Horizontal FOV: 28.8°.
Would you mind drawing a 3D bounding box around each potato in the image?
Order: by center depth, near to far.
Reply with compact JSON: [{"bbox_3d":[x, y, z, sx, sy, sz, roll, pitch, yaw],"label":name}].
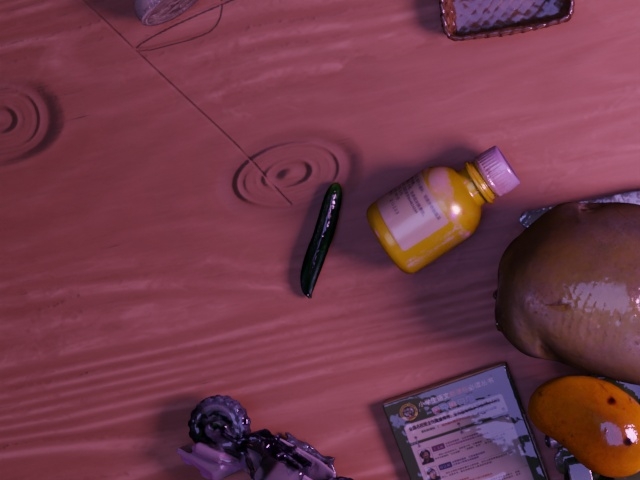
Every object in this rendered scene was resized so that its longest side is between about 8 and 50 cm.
[{"bbox_3d":[0.407,0.067,1.711,0.326,0.221,0.243,16,94,12],"label":"potato"}]

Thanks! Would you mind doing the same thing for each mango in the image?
[{"bbox_3d":[0.375,0.247,1.705,0.178,0.090,0.115,38,102,24],"label":"mango"}]

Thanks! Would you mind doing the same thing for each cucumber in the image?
[{"bbox_3d":[0.000,0.000,1.904,0.033,0.036,0.184,19,98,3],"label":"cucumber"}]

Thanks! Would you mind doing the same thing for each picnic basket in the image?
[{"bbox_3d":[0.269,-0.350,1.801,0.193,0.055,0.110,-6,94,13],"label":"picnic basket"}]

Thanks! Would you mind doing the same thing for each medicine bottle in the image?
[{"bbox_3d":[0.183,-0.054,1.813,0.212,0.122,0.121,-33,87,12],"label":"medicine bottle"}]

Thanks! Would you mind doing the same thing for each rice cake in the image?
[{"bbox_3d":[0.393,-0.043,1.806,0.211,0.043,0.034,-10,82,13],"label":"rice cake"}]

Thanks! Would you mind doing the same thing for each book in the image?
[{"bbox_3d":[0.231,0.337,1.884,0.202,0.027,0.264,-20,91,15],"label":"book"}]

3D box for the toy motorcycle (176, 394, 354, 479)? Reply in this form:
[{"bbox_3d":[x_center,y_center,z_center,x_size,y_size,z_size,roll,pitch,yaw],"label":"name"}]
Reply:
[{"bbox_3d":[-0.085,0.384,1.904,0.327,0.143,0.188,32,101,16],"label":"toy motorcycle"}]

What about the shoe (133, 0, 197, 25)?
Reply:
[{"bbox_3d":[-0.191,-0.475,1.868,0.316,0.124,0.159,-42,78,13],"label":"shoe"}]

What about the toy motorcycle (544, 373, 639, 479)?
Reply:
[{"bbox_3d":[0.427,0.294,1.793,0.205,0.127,0.275,-12,85,13],"label":"toy motorcycle"}]
